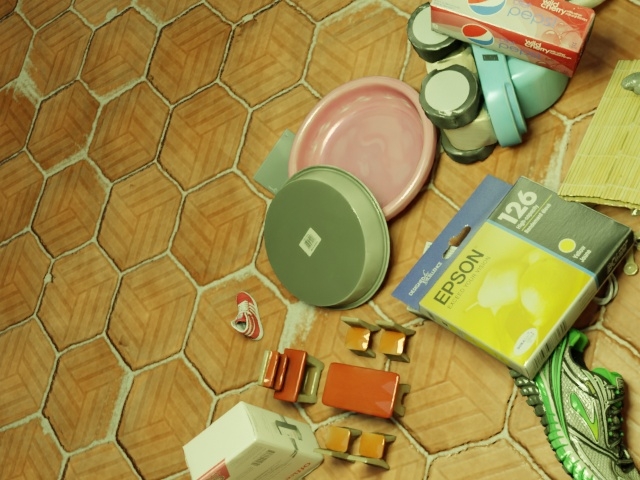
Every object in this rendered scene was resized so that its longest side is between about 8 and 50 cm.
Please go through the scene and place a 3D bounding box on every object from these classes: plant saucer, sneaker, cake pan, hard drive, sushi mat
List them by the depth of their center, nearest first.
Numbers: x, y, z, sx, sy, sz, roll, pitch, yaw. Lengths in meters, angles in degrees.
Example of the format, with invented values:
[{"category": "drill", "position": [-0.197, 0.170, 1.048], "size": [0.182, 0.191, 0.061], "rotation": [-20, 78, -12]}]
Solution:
[{"category": "sneaker", "position": [0.426, 0.281, 1.456], "size": [0.146, 0.134, 0.343], "rotation": [-36, 56, 16]}, {"category": "sushi mat", "position": [0.532, -0.188, 1.580], "size": [0.152, 0.019, 0.316], "rotation": [12, 62, 37]}, {"category": "cake pan", "position": [0.000, 0.000, 1.809], "size": [0.293, 0.054, 0.293], "rotation": [11, 107, 37]}, {"category": "plant saucer", "position": [0.092, -0.168, 1.877], "size": [0.332, 0.084, 0.332], "rotation": [-13, 65, 30]}, {"category": "sneaker", "position": [-0.161, 0.150, 1.932], "size": [0.042, 0.067, 0.118], "rotation": [-36, 57, 17]}, {"category": "hard drive", "position": [-0.080, -0.168, 2.026], "size": [0.094, 0.022, 0.135], "rotation": [37, 95, 37]}]

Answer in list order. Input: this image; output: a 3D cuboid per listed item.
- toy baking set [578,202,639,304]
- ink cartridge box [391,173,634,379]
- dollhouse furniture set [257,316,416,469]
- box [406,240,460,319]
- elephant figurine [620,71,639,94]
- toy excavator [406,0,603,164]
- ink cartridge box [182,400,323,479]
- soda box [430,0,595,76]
[{"category": "toy baking set", "position": [0.488, -0.001, 1.585], "size": [0.256, 0.030, 0.196], "rotation": [-34, 57, 18]}, {"category": "ink cartridge box", "position": [0.316, 0.037, 1.575], "size": [0.307, 0.072, 0.303], "rotation": [31, 75, 33]}, {"category": "dollhouse furniture set", "position": [0.029, 0.268, 1.720], "size": [0.259, 0.135, 0.261], "rotation": [4, 75, 34]}, {"category": "box", "position": [0.242, 0.083, 1.689], "size": [0.126, 0.072, 0.137], "rotation": [12, 79, 34]}, {"category": "elephant figurine", "position": [0.648, -0.317, 1.516], "size": [0.240, 0.186, 0.169], "rotation": [17, 114, 35]}, {"category": "toy excavator", "position": [0.396, -0.398, 1.712], "size": [0.446, 0.222, 0.432], "rotation": [-14, 67, 15]}, {"category": "ink cartridge box", "position": [-0.122, 0.397, 1.719], "size": [0.159, 0.218, 0.092], "rotation": [-39, 50, 15]}, {"category": "soda box", "position": [0.323, -0.373, 1.571], "size": [0.263, 0.083, 0.092], "rotation": [22, 74, 15]}]
